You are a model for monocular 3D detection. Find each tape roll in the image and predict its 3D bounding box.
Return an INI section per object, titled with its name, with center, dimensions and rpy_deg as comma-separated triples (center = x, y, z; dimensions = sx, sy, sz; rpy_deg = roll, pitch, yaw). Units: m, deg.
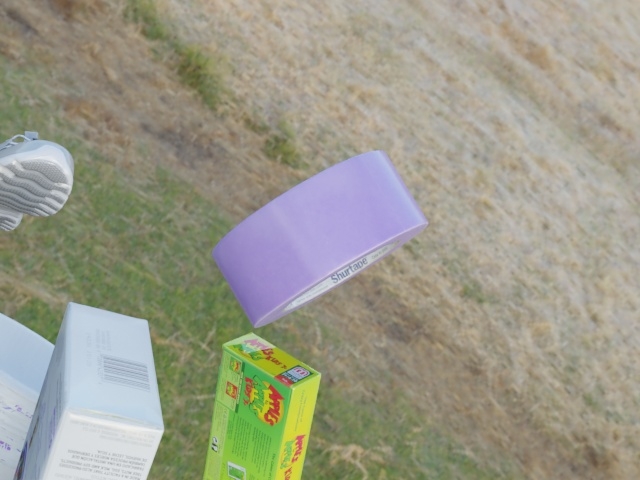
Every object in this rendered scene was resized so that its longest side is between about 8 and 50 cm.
[tape roll]
center = 0.000, 0.000, 0.821
dimensions = 0.189, 0.189, 0.080
rpy_deg = -19, 77, -56

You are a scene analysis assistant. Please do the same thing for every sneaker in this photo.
[sneaker]
center = -0.381, -0.094, 1.112
dimensions = 0.105, 0.281, 0.115
rpy_deg = 27, 68, -31

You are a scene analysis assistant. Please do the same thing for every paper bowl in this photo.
[paper bowl]
center = -0.415, 0.208, 1.145
dimensions = 0.284, 0.148, 0.284
rpy_deg = 34, -2, 2

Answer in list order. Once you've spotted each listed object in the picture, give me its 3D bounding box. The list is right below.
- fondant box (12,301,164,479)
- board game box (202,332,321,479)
[fondant box]
center = -0.262, 0.263, 0.915
dimensions = 0.096, 0.330, 0.238
rpy_deg = 17, 15, -20
[board game box]
center = -0.061, 0.193, 0.869
dimensions = 0.092, 0.181, 0.043
rpy_deg = 26, 28, 32
